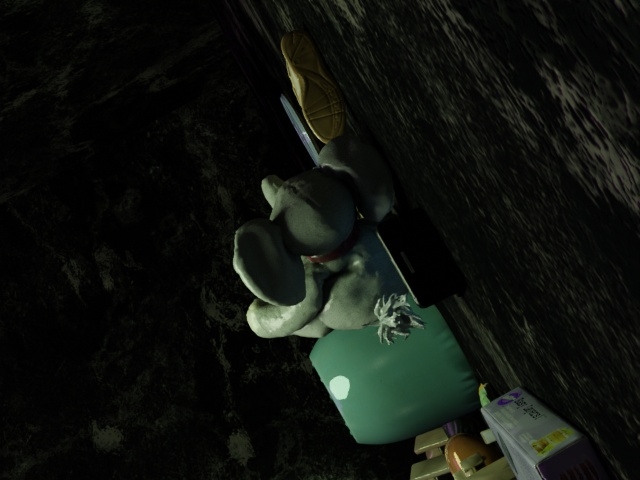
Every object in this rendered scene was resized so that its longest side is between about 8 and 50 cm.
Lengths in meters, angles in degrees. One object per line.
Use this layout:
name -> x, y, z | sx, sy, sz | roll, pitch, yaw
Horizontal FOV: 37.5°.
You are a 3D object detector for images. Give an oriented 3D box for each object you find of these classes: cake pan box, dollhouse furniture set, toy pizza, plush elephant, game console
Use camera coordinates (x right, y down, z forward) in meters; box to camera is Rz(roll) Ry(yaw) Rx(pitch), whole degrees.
cake pan box -> 0.290, 0.313, 1.053 | 0.267, 0.070, 0.246 | 61, -179, -3
dollhouse furniture set -> 0.277, 0.364, 1.355 | 0.144, 0.123, 0.151 | 60, 179, 31
toy pizza -> -0.029, -0.241, 2.089 | 0.201, 0.032, 0.201 | 61, 179, 1
plush elephant -> 0.000, 0.000, 1.340 | 0.255, 0.272, 0.330 | 59, 165, -21
dollhouse furniture set -> 0.266, 0.304, 1.472 | 0.151, 0.058, 0.076 | 62, -166, -14
game console -> 0.127, 0.028, 1.218 | 0.122, 0.107, 0.071 | 60, 150, 12
dollhouse furniture set -> 0.406, 0.673, 2.258 | 0.362, 0.256, 0.394 | 62, -161, -14

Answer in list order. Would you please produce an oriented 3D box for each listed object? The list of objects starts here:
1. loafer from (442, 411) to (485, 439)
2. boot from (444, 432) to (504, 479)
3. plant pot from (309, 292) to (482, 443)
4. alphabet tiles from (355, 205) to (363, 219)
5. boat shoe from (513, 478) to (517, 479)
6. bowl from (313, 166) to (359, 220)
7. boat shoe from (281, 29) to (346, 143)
loafer -> 0.277, 0.355, 1.908 | 0.078, 0.076, 0.223 | 28, 144, 63
boot -> 0.315, 0.442, 1.654 | 0.283, 0.109, 0.220 | 58, 179, 24
plant pot -> 0.122, 0.235, 1.722 | 0.293, 0.235, 0.293 | 60, 176, 6
alphabet tiles -> 0.168, 0.089, 1.983 | 0.342, 0.011, 0.285 | 60, 178, 33
boat shoe -> 0.308, 0.378, 1.409 | 0.228, 0.076, 0.080 | 61, 178, -13
bowl -> 0.039, -0.087, 2.038 | 0.142, 0.053, 0.142 | 65, -178, -52
boat shoe -> -0.006, -0.218, 1.352 | 0.059, 0.063, 0.170 | 38, -147, -88
